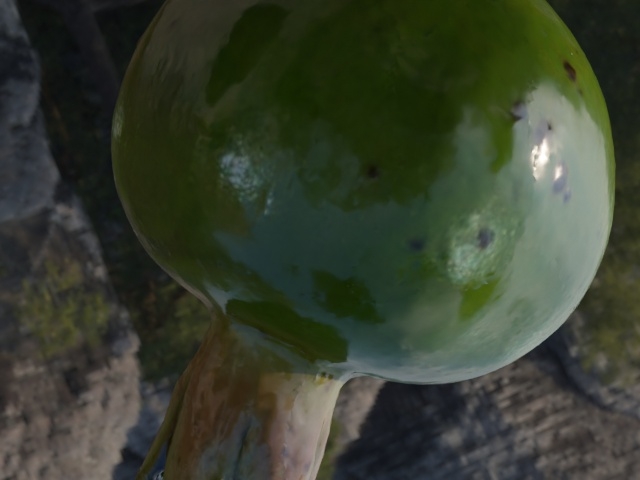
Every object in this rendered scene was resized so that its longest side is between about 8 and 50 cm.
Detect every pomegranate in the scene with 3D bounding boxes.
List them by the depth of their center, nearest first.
[{"bbox_3d":[0.000,0.000,0.593,0.302,0.236,0.236,-61,167,-6],"label":"pomegranate"}]
